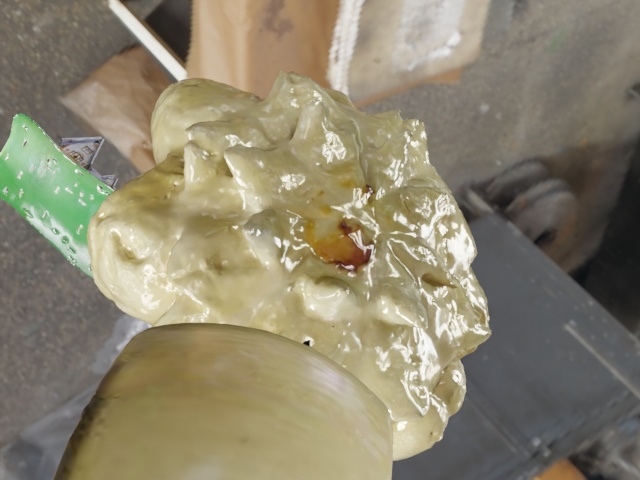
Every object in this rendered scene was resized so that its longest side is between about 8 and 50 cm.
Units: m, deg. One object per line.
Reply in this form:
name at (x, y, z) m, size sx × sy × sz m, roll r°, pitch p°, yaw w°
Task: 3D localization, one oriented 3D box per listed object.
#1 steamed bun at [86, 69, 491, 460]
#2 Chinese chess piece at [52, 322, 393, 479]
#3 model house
steamed bun at (0.000, 0.000, 0.716) m, size 0.295 × 0.292 × 0.137 m, roll -22°, pitch 164°, yaw -36°
Chinese chess piece at (-0.048, 0.152, 0.379) m, size 0.251 × 0.097 × 0.251 m, roll -165°, pitch -90°, yaw -90°
model house at (-0.252, -0.058, 1.188) m, size 0.117 × 0.167 × 0.088 m, roll -56°, pitch 171°, yaw 34°
